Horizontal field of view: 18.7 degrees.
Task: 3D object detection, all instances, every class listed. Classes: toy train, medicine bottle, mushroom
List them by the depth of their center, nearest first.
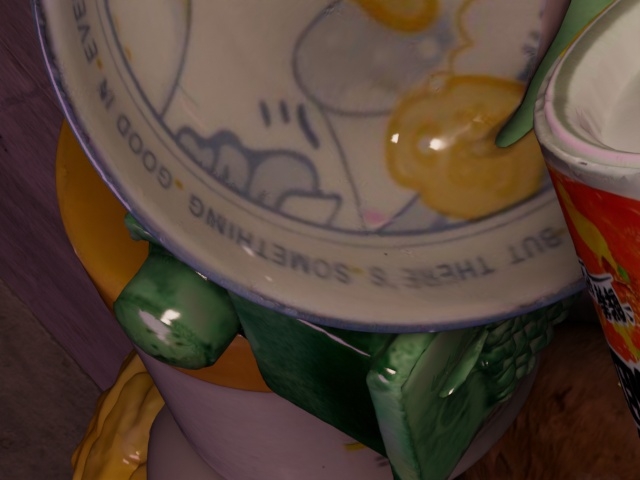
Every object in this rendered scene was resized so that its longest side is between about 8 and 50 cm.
[{"bbox_3d":[0.028,-0.041,0.859,0.202,0.266,0.145,28,159,21],"label":"toy train"},{"bbox_3d":[0.000,0.000,1.061,0.238,0.238,0.232,38,164,28],"label":"medicine bottle"},{"bbox_3d":[0.177,0.175,1.187,0.278,0.146,0.278,40,142,40],"label":"mushroom"}]

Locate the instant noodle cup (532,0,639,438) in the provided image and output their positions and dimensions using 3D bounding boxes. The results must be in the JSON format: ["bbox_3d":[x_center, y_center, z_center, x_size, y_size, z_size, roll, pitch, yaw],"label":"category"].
[{"bbox_3d":[0.193,0.007,0.585,0.200,0.264,0.264,61,160,-20],"label":"instant noodle cup"}]

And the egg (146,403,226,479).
[{"bbox_3d":[-0.007,0.178,1.245,0.232,0.176,0.176,48,165,12],"label":"egg"}]

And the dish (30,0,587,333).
[{"bbox_3d":[0.029,-0.115,0.726,0.273,0.273,0.134,52,-175,-18],"label":"dish"}]

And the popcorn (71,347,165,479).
[{"bbox_3d":[-0.051,0.226,1.535,0.354,0.344,0.390,31,173,34],"label":"popcorn"}]
